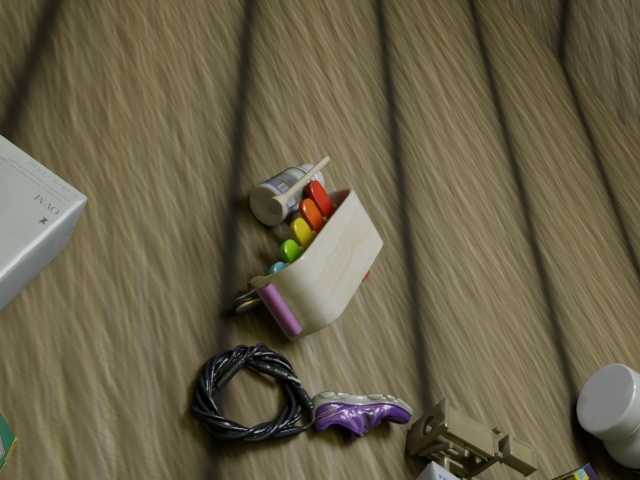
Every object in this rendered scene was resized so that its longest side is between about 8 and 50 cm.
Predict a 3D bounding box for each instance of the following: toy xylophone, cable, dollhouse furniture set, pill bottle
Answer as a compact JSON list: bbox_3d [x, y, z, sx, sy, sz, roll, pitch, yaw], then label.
[{"bbox_3d":[0.000,0.000,1.189,0.323,0.081,0.236,-41,108,-54],"label":"toy xylophone"},{"bbox_3d":[-0.099,0.215,1.026,0.185,0.047,0.150,-1,57,-37],"label":"cable"},{"bbox_3d":[0.230,0.365,1.098,0.182,0.101,0.161,31,36,-12],"label":"dollhouse furniture set"},{"bbox_3d":[0.662,0.371,1.364,0.334,0.188,0.187,30,43,-12],"label":"pill bottle"},{"bbox_3d":[-0.056,-0.085,1.282,0.078,0.078,0.137,48,42,6],"label":"pill bottle"}]

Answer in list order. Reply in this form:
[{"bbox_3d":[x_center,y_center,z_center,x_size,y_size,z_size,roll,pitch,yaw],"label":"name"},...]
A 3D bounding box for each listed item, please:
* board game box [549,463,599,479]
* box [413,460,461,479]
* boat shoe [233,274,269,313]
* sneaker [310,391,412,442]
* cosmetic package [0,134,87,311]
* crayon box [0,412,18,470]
[{"bbox_3d":[0.382,0.440,1.108,0.048,0.170,0.141,-12,65,-38],"label":"board game box"},{"bbox_3d":[0.216,0.448,0.903,0.262,0.126,0.231,35,14,-6],"label":"box"},{"bbox_3d":[-0.094,0.076,1.141,0.137,0.049,0.043,-25,82,-50],"label":"boat shoe"},{"bbox_3d":[0.061,0.272,1.101,0.170,0.068,0.071,7,67,-22],"label":"sneaker"},{"bbox_3d":[-0.458,-0.022,0.886,0.224,0.138,0.224,36,44,-6],"label":"cosmetic package"},{"bbox_3d":[-0.480,0.260,0.564,0.313,0.106,0.362,10,45,7],"label":"crayon box"}]
